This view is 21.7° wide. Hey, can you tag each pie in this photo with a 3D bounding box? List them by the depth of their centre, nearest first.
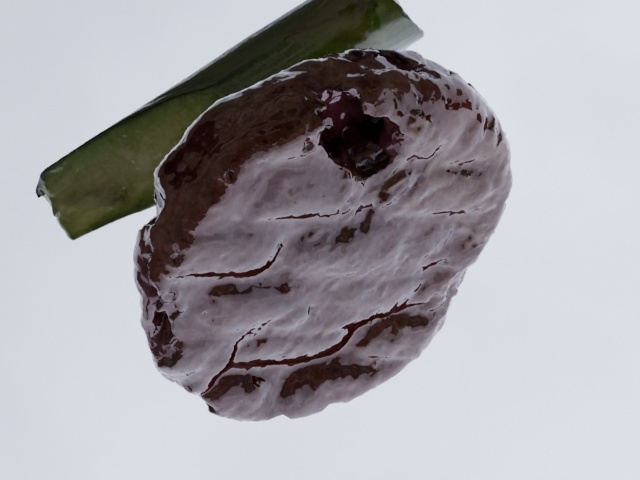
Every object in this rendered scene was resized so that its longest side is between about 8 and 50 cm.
[{"bbox_3d":[0.000,0.000,0.576,0.153,0.153,0.038,-36,-129,-1],"label":"pie"}]

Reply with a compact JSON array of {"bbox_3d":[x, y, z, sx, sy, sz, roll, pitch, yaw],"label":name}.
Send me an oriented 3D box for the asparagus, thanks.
[{"bbox_3d":[-0.042,-0.055,0.695,0.178,0.041,0.045,-32,-126,8],"label":"asparagus"}]
